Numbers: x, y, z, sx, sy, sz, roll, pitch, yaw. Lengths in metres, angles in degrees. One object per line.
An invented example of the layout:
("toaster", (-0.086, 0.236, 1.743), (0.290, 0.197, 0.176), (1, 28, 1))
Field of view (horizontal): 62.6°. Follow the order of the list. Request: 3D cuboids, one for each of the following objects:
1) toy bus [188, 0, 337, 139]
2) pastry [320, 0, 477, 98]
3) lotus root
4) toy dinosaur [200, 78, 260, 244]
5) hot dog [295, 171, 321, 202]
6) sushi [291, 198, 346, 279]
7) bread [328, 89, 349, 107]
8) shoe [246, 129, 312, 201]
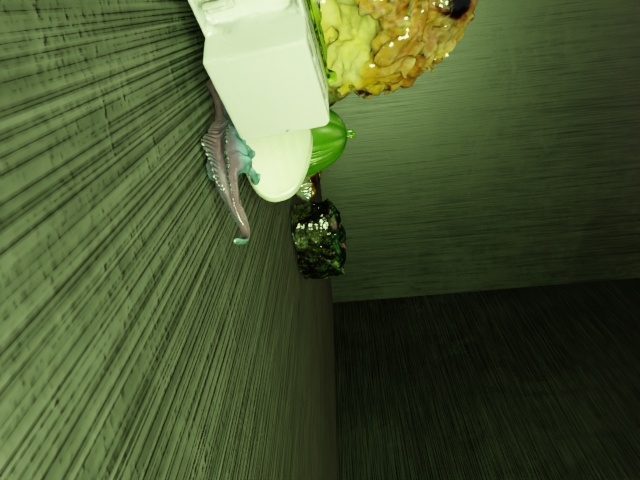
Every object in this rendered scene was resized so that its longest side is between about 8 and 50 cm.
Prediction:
("toy bus", (-0.066, -0.227, 0.416), (0.302, 0.113, 0.139), (67, 16, -56))
("pastry", (0.062, -0.393, 0.637), (0.337, 0.292, 0.405), (-52, 133, -21))
("lotus root", (-0.007, -0.226, 1.142), (0.186, 0.186, 0.186), (-5, 90, -87))
("toy dinosaur", (-0.089, -0.078, 0.514), (0.080, 0.045, 0.197), (57, 19, -64))
("hot dog", (-0.036, -0.207, 1.392), (0.270, 0.081, 0.163), (-92, 177, -60))
("sushi", (0.000, 0.000, 1.297), (0.225, 0.127, 0.124), (79, 6, -47))
("bread", (0.035, -0.479, 1.386), (0.252, 0.196, 0.238), (-51, 150, -24))
("shoe", (-0.059, -0.156, 0.743), (0.110, 0.095, 0.265), (80, 4, -66))
